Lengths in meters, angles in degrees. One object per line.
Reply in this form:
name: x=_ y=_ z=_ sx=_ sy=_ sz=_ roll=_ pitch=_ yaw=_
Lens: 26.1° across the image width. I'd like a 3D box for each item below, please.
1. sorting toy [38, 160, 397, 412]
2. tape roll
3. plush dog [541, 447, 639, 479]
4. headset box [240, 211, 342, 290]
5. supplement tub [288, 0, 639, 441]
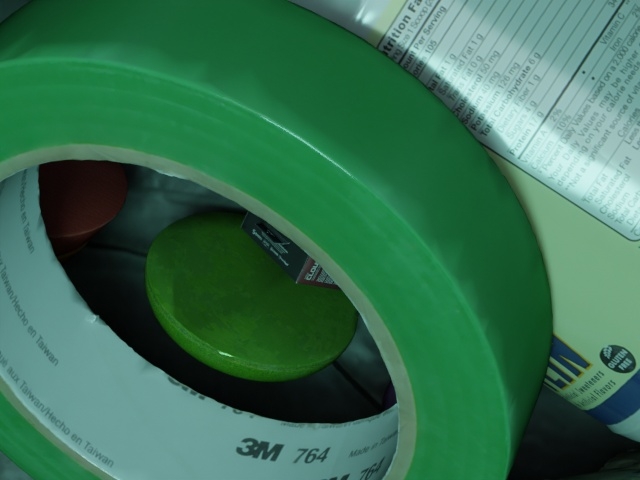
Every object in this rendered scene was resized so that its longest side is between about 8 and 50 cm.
sorting toy: x=-0.079 y=0.057 z=0.820 sx=0.365 sy=0.127 sz=0.126 roll=27 pitch=125 yaw=3
tape roll: x=-0.055 y=0.032 z=0.653 sx=0.321 sy=0.077 sz=0.321 roll=15 pitch=133 yaw=16
plush dog: x=0.142 y=0.235 z=0.707 sx=0.262 sy=0.210 sz=0.226 roll=-9 pitch=87 yaw=-6
headset box: x=0.000 y=0.000 z=0.786 sx=0.062 sy=0.083 sz=0.032 roll=42 pitch=113 yaw=42
supplement tub: x=0.101 y=-0.073 z=0.704 sx=0.324 sy=0.235 sz=0.235 roll=33 pitch=97 yaw=5
